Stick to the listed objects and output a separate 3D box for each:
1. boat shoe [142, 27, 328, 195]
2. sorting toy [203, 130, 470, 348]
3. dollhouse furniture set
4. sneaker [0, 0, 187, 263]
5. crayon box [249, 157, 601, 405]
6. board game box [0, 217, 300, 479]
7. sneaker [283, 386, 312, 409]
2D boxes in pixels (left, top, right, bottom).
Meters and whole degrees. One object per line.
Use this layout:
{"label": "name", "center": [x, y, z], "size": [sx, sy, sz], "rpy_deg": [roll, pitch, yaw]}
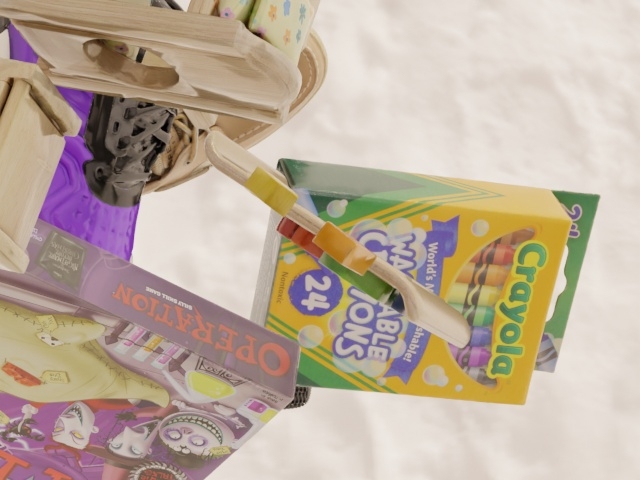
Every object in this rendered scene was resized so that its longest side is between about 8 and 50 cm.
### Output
{"label": "boat shoe", "center": [-0.145, -0.104, 1.871], "size": [0.341, 0.110, 0.122], "rpy_deg": [-28, 109, 6]}
{"label": "sorting toy", "center": [0.000, 0.000, 1.534], "size": [0.229, 0.307, 0.041], "rpy_deg": [38, 92, 19]}
{"label": "dollhouse furniture set", "center": [-0.037, -0.053, 0.662], "size": [0.101, 0.161, 0.182], "rpy_deg": [11, 71, 20]}
{"label": "sneaker", "center": [-0.135, -0.091, 1.215], "size": [0.146, 0.102, 0.293], "rpy_deg": [-10, 88, 20]}
{"label": "crayon box", "center": [0.105, 0.044, 1.828], "size": [0.323, 0.083, 0.203], "rpy_deg": [5, 113, -14]}
{"label": "board game box", "center": [-0.211, 0.057, 1.116], "size": [0.208, 0.347, 0.056], "rpy_deg": [-43, 29, 44]}
{"label": "sneaker", "center": [-0.081, 0.142, 1.894], "size": [0.075, 0.161, 0.057], "rpy_deg": [4, 92, 37]}
